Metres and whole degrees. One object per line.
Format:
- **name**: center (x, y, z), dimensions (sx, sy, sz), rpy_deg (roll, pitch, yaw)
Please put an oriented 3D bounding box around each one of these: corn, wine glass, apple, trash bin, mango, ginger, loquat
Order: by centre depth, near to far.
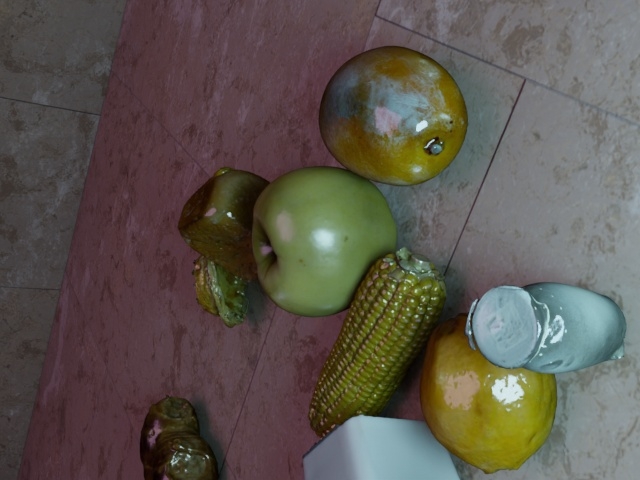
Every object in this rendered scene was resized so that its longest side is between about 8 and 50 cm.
- **wine glass**: center (0.282, 0.106, 0.921), dimensions (0.111, 0.204, 0.111), rpy_deg (-12, 75, 50)
- **loquat**: center (0.222, 0.197, 1.035), dimensions (0.187, 0.176, 0.234), rpy_deg (-9, 80, 39)
- **trash bin**: center (0.092, 0.455, 1.094), dimensions (0.256, 0.296, 0.368), rpy_deg (-52, 39, 40)
- **mango**: center (0.104, -0.213, 1.259), dimensions (0.384, 0.199, 0.221), rpy_deg (-125, 45, -62)
- **corn**: center (0.092, 0.181, 1.262), dimensions (0.144, 0.144, 0.387), rpy_deg (56, 135, 44)
- **apple**: center (0.000, 0.000, 1.327), dimensions (0.262, 0.262, 0.262), rpy_deg (-13, 74, 55)
- **ginger**: center (-0.357, 0.576, 1.857), dimensions (0.357, 0.152, 0.274), rpy_deg (56, 130, 47)

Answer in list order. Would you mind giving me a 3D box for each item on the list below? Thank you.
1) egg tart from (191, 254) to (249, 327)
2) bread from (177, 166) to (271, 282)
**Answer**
- **egg tart**: center (-0.230, 0.097, 1.715), dimensions (0.212, 0.090, 0.212), rpy_deg (-12, -90, -82)
- **bread**: center (-0.156, -0.037, 1.597), dimensions (0.195, 0.246, 0.176), rpy_deg (-24, 40, 45)
